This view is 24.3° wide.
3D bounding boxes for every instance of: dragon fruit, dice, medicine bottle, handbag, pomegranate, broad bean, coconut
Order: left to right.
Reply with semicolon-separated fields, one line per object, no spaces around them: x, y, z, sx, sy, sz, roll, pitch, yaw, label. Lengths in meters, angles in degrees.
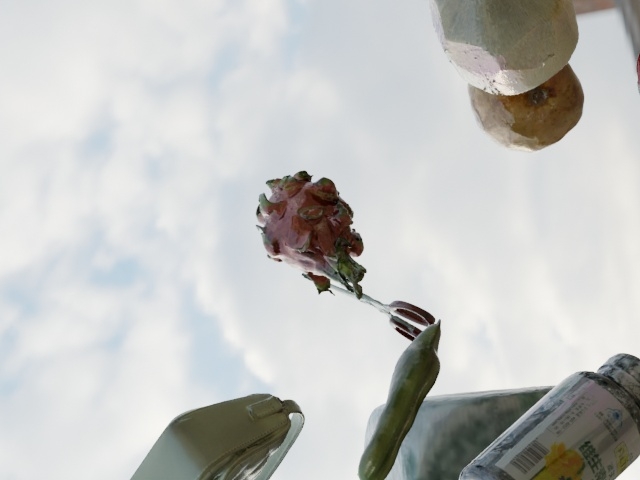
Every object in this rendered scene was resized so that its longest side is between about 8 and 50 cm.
-0.113;0.258;1.554;0.219;0.256;0.079;-12;-125;-49;handbag
-0.001;0.002;2.071;0.236;0.135;0.137;50;174;26;dragon fruit
0.111;0.244;2.121;0.075;0.067;0.325;86;-152;-57;broad bean
0.264;0.416;2.398;0.330;0.328;0.348;157;107;-77;dice
0.276;-0.341;2.238;0.230;0.227;0.227;39;-131;-63;coconut
0.358;-0.252;2.580;0.207;0.207;0.207;25;-119;-60;pomegranate
0.323;0.266;1.923;0.293;0.141;0.141;-37;-59;-27;medicine bottle

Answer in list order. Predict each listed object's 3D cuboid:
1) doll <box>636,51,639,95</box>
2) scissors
0.466;-0.242;1.983;0.217;0.085;0.183;42;-128;-77;doll
0.074;0.096;2.416;0.017;0.248;0.144;-59;-14;-20;scissors
